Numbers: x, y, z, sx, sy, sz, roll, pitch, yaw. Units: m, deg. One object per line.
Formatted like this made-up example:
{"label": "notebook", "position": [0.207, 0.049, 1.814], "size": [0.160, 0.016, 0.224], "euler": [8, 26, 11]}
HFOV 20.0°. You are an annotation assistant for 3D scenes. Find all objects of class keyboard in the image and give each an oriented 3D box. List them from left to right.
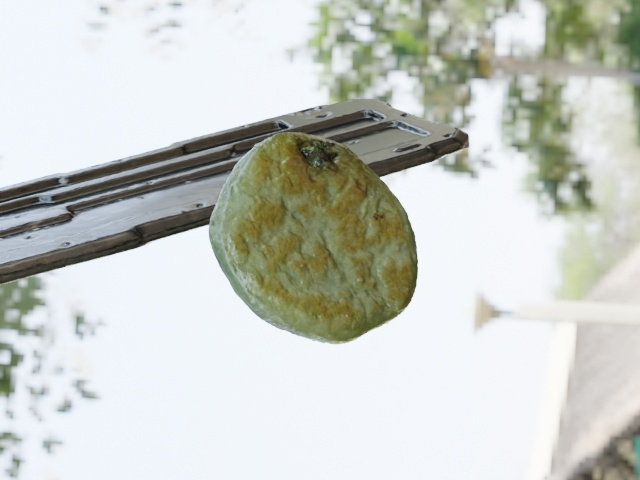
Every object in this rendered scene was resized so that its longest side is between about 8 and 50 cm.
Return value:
{"label": "keyboard", "position": [-0.068, -0.019, 0.769], "size": [0.106, 0.262, 0.016], "euler": [28, 130, 58]}

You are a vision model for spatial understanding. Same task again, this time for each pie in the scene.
{"label": "pie", "position": [0.000, 0.000, 0.669], "size": [0.017, 0.085, 0.085], "euler": [-28, 49, 57]}
